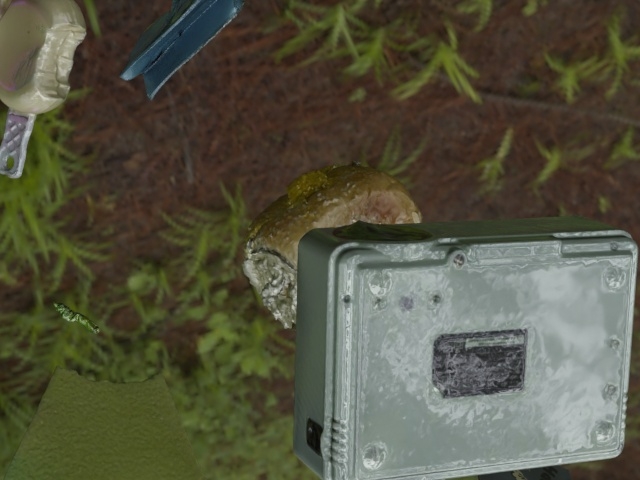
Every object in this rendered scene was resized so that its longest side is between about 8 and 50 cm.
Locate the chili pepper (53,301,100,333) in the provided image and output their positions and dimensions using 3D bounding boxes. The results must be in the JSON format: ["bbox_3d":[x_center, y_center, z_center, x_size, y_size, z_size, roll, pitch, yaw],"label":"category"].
[{"bbox_3d":[-0.378,0.119,2.011,0.022,0.083,0.027,-62,175,26],"label":"chili pepper"}]

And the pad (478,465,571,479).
[{"bbox_3d":[0.250,0.334,1.481,0.170,0.245,0.006,25,125,-25],"label":"pad"}]

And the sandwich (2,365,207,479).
[{"bbox_3d":[-0.258,0.226,1.346,0.245,0.212,0.063,-6,138,-28],"label":"sandwich"}]

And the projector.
[{"bbox_3d":[0.113,0.081,0.985,0.256,0.099,0.192,-2,100,-21],"label":"projector"}]

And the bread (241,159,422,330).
[{"bbox_3d":[0.000,0.000,1.770,0.246,0.176,0.195,-41,-176,-23],"label":"bread"}]

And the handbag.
[{"bbox_3d":[-0.176,-0.299,1.724,0.057,0.144,0.221,34,132,-22],"label":"handbag"}]

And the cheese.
[{"bbox_3d":[-0.438,-0.234,1.950,0.082,0.163,0.286,1,103,-53],"label":"cheese"}]

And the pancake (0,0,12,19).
[{"bbox_3d":[-0.553,-0.386,1.751,0.288,0.033,0.286,39,88,-13],"label":"pancake"}]
